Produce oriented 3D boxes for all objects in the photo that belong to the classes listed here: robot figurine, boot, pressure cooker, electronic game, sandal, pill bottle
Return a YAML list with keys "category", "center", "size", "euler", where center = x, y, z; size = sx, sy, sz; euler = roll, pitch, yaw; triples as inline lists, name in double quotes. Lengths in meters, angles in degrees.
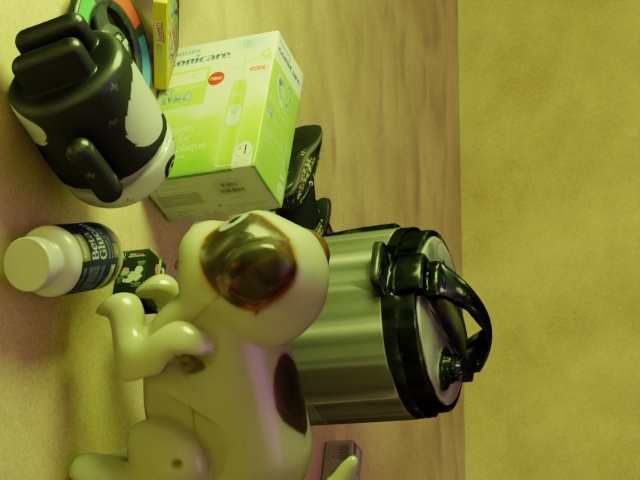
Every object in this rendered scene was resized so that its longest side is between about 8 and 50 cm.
- category: "robot figurine"
  center: [-0.303, -0.169, 1.677]
  size: [0.209, 0.174, 0.278]
  euler: [-54, 139, -27]
- category: "boot"
  center: [-0.037, -0.107, 2.516]
  size: [0.236, 0.085, 0.178]
  euler: [-68, 149, -48]
- category: "pressure cooker"
  center: [0.108, 0.164, 2.337]
  size: [0.370, 0.420, 0.375]
  euler: [-25, 107, -68]
- category: "electronic game"
  center: [-0.313, -0.279, 1.866]
  size: [0.229, 0.048, 0.229]
  euler: [-6, 90, -69]
- category: "sandal"
  center: [0.000, 0.000, 2.581]
  size: [0.040, 0.067, 0.179]
  euler: [6, 90, -39]
- category: "pill bottle"
  center: [-0.339, 0.025, 1.641]
  size: [0.169, 0.094, 0.094]
  euler: [-11, 94, -69]

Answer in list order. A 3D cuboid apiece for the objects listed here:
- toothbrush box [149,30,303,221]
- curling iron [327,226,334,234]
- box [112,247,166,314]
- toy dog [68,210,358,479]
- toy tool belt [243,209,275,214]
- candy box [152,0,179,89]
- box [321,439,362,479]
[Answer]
- category: "toothbrush box"
  center: [-0.158, -0.186, 2.031]
  size: [0.122, 0.206, 0.283]
  euler: [58, 33, -48]
- category: "curling iron"
  center: [0.026, 0.019, 2.708]
  size: [0.274, 0.035, 0.068]
  euler: [60, 35, -46]
- category: "box"
  center: [-0.272, 0.063, 1.874]
  size: [0.062, 0.052, 0.083]
  euler: [51, 39, -56]
- category: "toy dog"
  center: [-0.123, 0.158, 1.694]
  size: [0.284, 0.395, 0.407]
  euler: [-6, 112, -61]
- category: "toy tool belt"
  center: [-0.108, -0.050, 2.345]
  size: [0.083, 0.051, 0.052]
  euler: [39, 49, -63]
- category: "candy box"
  center: [-0.244, -0.344, 1.982]
  size: [0.206, 0.027, 0.105]
  euler: [100, 1, -57]
- category: "box"
  center: [0.032, 0.563, 2.528]
  size: [0.063, 0.067, 0.324]
  euler: [57, 32, -50]
